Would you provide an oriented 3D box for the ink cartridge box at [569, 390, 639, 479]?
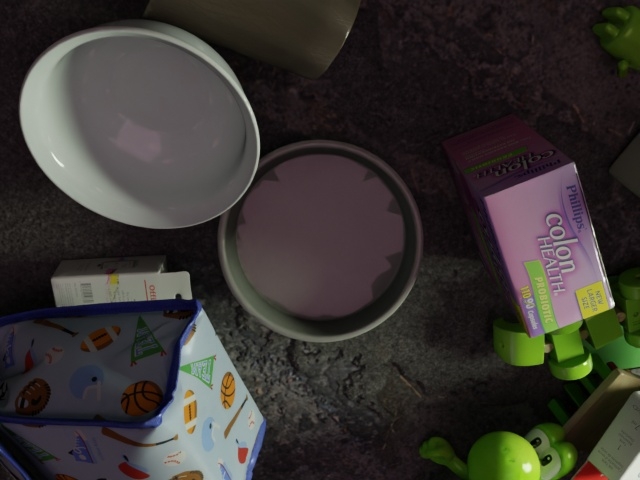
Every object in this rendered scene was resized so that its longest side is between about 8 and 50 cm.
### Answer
[{"bbox_3d":[0.528,0.362,1.231,0.296,0.066,0.261,10,115,-42],"label":"ink cartridge box"}]

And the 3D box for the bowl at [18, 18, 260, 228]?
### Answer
[{"bbox_3d":[-0.217,-0.167,0.965,0.298,0.134,0.298,2,133,2],"label":"bowl"}]

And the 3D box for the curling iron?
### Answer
[{"bbox_3d":[0.014,0.035,1.143,0.274,0.035,0.068,-20,113,4],"label":"curling iron"}]

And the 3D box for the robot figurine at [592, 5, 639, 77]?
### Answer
[{"bbox_3d":[0.432,-0.274,1.029,0.115,0.067,0.101,29,95,-16],"label":"robot figurine"}]

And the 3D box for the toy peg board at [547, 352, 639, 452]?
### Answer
[{"bbox_3d":[0.480,0.271,1.263,0.160,0.079,0.161,20,115,-30],"label":"toy peg board"}]

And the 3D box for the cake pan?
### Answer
[{"bbox_3d":[0.000,0.000,1.088,0.293,0.054,0.293,0,101,0],"label":"cake pan"}]

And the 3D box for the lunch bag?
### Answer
[{"bbox_3d":[-0.317,0.264,1.069,0.385,0.239,0.328,-1,134,16],"label":"lunch bag"}]

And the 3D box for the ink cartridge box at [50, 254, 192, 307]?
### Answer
[{"bbox_3d":[-0.287,0.088,1.124,0.198,0.067,0.115,-2,113,-2],"label":"ink cartridge box"}]

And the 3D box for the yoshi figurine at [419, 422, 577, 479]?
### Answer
[{"bbox_3d":[0.243,0.415,1.216,0.203,0.203,0.362,43,115,5],"label":"yoshi figurine"}]

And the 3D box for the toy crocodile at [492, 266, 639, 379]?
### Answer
[{"bbox_3d":[0.438,0.120,1.178,0.340,0.105,0.115,-21,113,-1],"label":"toy crocodile"}]

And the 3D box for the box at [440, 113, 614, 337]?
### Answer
[{"bbox_3d":[0.273,-0.029,1.025,0.117,0.243,0.213,-22,113,4],"label":"box"}]

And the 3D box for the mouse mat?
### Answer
[{"bbox_3d":[0.483,0.138,1.239,0.152,0.007,0.190,-8,114,-1],"label":"mouse mat"}]

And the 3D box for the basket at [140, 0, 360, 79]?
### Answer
[{"bbox_3d":[-0.079,-0.307,0.933,0.227,0.154,0.204,26,131,-19],"label":"basket"}]

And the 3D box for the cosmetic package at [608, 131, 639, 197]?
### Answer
[{"bbox_3d":[0.687,-0.071,0.993,0.393,0.329,0.327,32,107,-15],"label":"cosmetic package"}]
